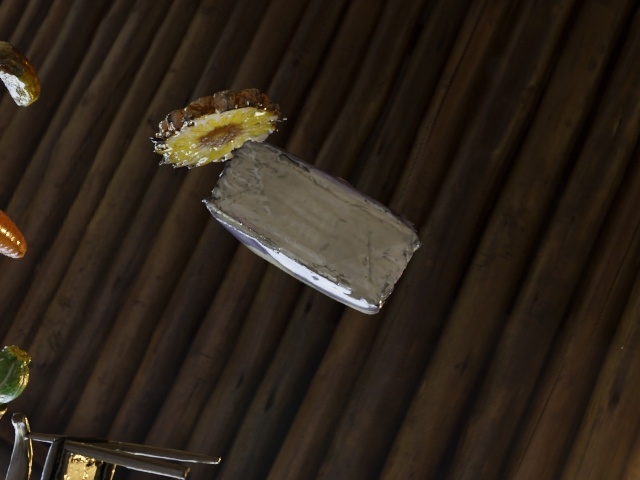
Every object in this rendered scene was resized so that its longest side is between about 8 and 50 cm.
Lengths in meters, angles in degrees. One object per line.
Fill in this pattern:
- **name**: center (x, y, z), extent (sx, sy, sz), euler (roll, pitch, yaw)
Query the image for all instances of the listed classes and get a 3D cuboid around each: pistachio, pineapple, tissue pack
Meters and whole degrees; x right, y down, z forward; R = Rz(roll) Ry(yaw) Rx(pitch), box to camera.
- **pistachio**: center (-0.444, -0.242, 0.984), extent (0.049, 0.173, 0.089), euler (-29, -91, -13)
- **pineapple**: center (-0.156, -0.166, 0.982), extent (0.221, 0.221, 0.047), euler (-24, -100, 19)
- **tissue pack**: center (0.000, 0.000, 0.912), extent (0.243, 0.343, 0.125), euler (29, -96, 7)

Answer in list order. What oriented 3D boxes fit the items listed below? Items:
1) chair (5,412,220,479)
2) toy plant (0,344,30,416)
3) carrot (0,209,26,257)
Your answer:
- **chair**: center (-0.281, 0.314, 0.770), extent (0.273, 0.166, 0.188), euler (8, -104, 8)
- **toy plant**: center (-0.550, 0.246, 1.105), extent (0.093, 0.093, 0.162), euler (38, -91, 25)
- **carrot**: center (-0.374, -0.025, 0.705), extent (0.062, 0.271, 0.066), euler (31, -94, 17)
